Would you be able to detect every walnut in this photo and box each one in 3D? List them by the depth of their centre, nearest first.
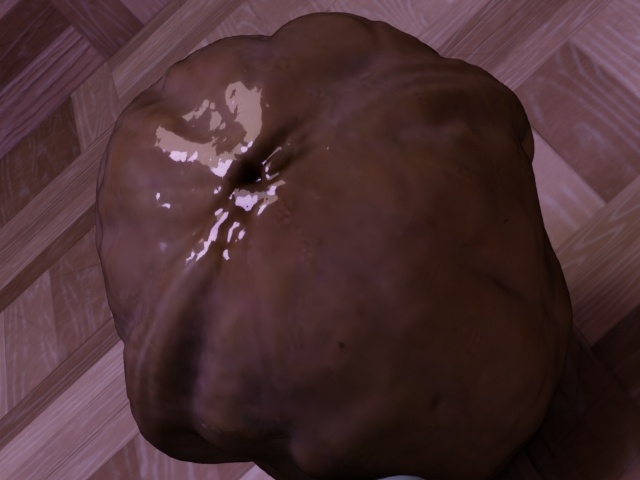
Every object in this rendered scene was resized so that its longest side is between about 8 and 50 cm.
[{"bbox_3d":[0.010,0.022,1.402,0.381,0.381,0.381,-38,22,18],"label":"walnut"}]

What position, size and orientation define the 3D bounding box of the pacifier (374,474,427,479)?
[{"bbox_3d":[0.009,0.289,1.197,0.343,0.288,0.269,-13,67,22],"label":"pacifier"}]
